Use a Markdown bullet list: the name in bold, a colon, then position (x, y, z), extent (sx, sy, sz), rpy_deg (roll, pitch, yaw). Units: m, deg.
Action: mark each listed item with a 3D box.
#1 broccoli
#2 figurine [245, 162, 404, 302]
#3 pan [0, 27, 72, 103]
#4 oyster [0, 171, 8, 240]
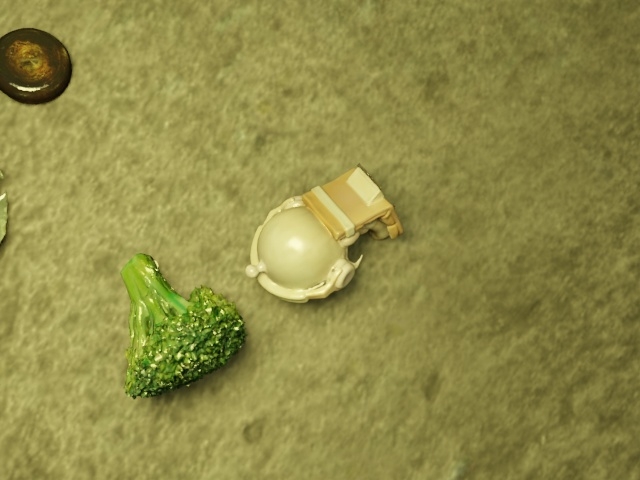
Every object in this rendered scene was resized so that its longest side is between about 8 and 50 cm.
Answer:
- **broccoli**: position (-0.199, 0.102, 1.070), extent (0.194, 0.219, 0.194), rpy_deg (5, 100, 31)
- **figurine**: position (-0.001, -0.001, 1.152), extent (0.236, 0.141, 0.162), rpy_deg (-37, 63, -11)
- **pan**: position (-0.461, -0.234, 1.125), extent (0.212, 0.040, 0.115), rpy_deg (-24, 83, -14)
- **oyster**: position (-0.536, -0.087, 1.066), extent (0.252, 0.087, 0.199), rpy_deg (24, 69, -15)
